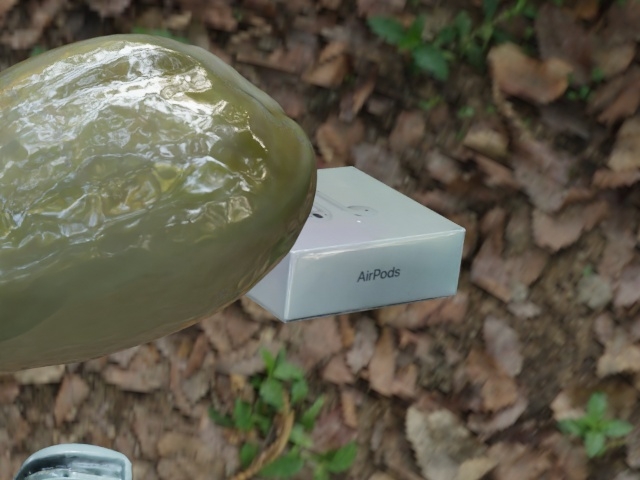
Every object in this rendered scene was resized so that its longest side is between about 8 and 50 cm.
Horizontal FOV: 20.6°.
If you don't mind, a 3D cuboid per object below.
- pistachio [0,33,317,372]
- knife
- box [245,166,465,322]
[{"bbox_3d":[-0.088,-0.012,0.641,0.185,0.126,0.108,-16,35,-20],"label":"pistachio"},{"bbox_3d":[-0.116,0.112,0.638,0.044,0.162,0.023,15,55,-23],"label":"knife"},{"bbox_3d":[0.000,0.000,1.116,0.130,0.051,0.129,-8,24,-32],"label":"box"}]
